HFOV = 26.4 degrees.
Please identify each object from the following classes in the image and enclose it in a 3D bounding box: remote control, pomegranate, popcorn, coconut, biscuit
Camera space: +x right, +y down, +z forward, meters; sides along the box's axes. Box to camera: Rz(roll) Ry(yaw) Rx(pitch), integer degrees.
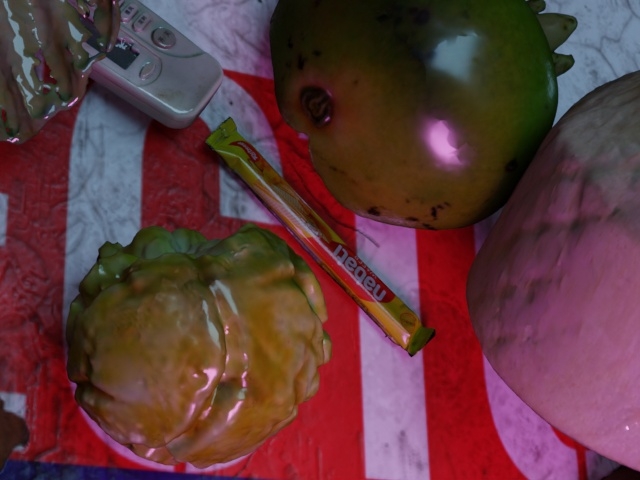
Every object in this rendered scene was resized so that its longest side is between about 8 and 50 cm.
[{"bbox_3d":[-0.200,-0.189,1.258,0.230,0.049,0.090,36,59,-2],"label":"remote control"},{"bbox_3d":[0.132,-0.182,1.342,0.358,0.216,0.310,-21,78,-34],"label":"pomegranate"},{"bbox_3d":[-0.100,0.085,1.129,0.221,0.183,0.204,0,101,-32],"label":"popcorn"},{"bbox_3d":[0.334,0.038,1.266,0.344,0.415,0.415,38,52,23],"label":"coconut"},{"bbox_3d":[0.000,0.000,1.310,0.292,0.026,0.048,46,36,-5],"label":"biscuit"}]

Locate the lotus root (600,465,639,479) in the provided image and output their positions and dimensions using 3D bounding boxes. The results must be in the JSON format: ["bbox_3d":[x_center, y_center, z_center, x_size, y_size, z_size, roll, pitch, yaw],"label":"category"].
[{"bbox_3d":[0.386,0.330,1.303,0.272,0.192,0.272,7,74,-24],"label":"lotus root"}]

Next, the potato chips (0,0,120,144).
[{"bbox_3d":[-0.352,-0.270,1.176,0.373,0.097,0.389,4,70,-11],"label":"potato chips"}]
